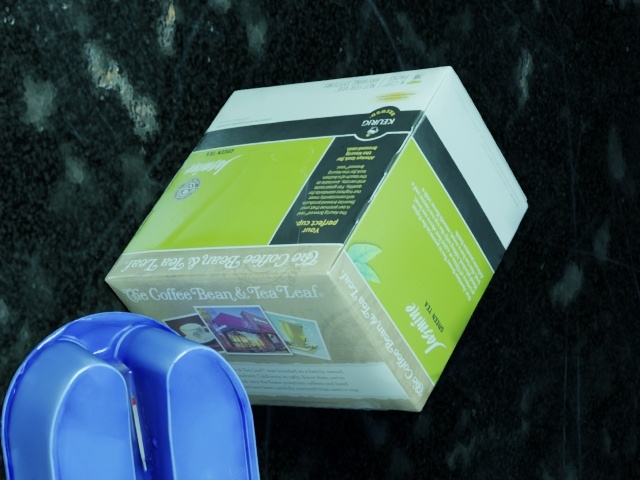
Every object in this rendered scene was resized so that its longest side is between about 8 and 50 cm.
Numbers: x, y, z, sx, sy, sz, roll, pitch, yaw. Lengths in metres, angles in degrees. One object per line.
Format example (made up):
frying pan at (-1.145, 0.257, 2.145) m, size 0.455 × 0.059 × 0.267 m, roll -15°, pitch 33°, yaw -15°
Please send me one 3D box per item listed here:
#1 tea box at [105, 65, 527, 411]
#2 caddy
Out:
tea box at (0.000, 0.000, 1.857) m, size 0.220 × 0.329 × 0.323 m, roll 57°, pitch 50°, yaw -31°
caddy at (-0.199, 0.246, 1.729) m, size 0.241 × 0.179 × 0.341 m, roll -7°, pitch 94°, yaw -26°
